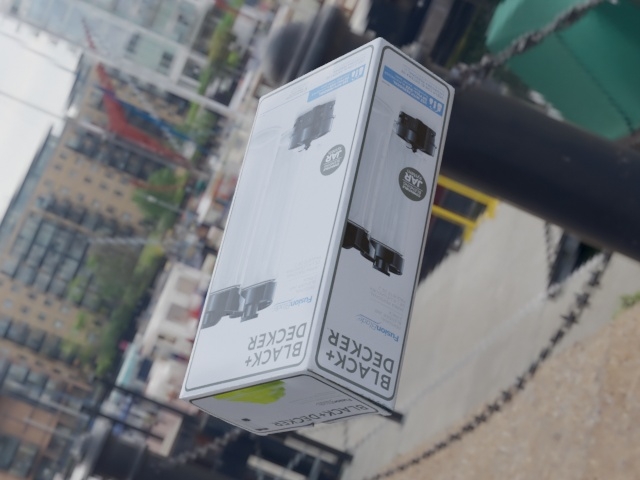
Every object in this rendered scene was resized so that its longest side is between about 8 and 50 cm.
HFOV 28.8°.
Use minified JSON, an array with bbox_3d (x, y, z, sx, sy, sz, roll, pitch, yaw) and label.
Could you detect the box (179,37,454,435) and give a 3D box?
[{"bbox_3d":[0.000,0.000,0.998,0.169,0.087,0.290,-17,52,48],"label":"box"}]
